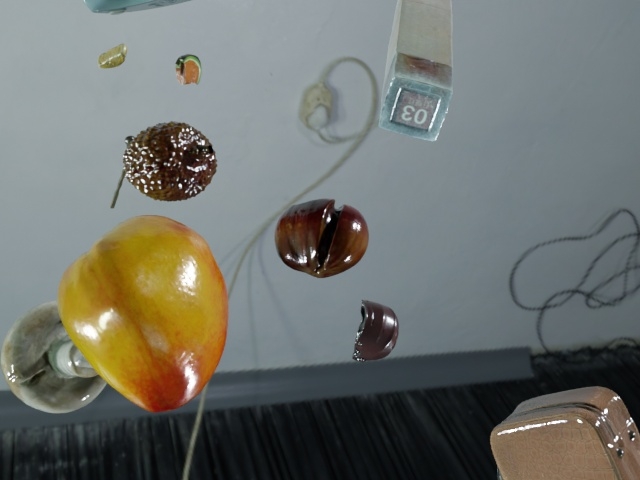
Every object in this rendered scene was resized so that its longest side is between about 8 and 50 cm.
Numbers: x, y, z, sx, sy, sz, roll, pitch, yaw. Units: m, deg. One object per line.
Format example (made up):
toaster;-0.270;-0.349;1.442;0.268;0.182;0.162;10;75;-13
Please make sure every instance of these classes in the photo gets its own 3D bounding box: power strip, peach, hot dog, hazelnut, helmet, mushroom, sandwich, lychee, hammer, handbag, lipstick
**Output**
power strip;-0.209;-0.359;1.086;0.253;0.167;0.054;-7;100;33
peach;-0.287;0.126;1.372;0.308;0.289;0.289;45;103;7
hot dog;-0.438;-0.390;1.689;0.090;0.030;0.034;-14;155;35
hazelnut;0.000;0.000;1.694;0.203;0.178;0.178;13;121;5
helmet;0.093;0.153;1.306;0.070;0.098;0.123;9;154;5
mushroom;-0.544;0.249;1.682;0.243;0.243;0.244;-9;124;-14
sandwich;-0.300;-0.388;1.790;0.026;0.101;0.069;22;107;16
lychee;-0.333;-0.180;1.784;0.238;0.200;0.200;-18;135;36
hammer;-0.515;-0.164;2.049;0.029;0.058;0.292;-3;152;-28
handbag;0.261;0.251;0.804;0.072;0.151;0.194;-28;98;-44
lipstick;0.136;-0.266;1.089;0.079;0.372;0.076;14;128;-1
